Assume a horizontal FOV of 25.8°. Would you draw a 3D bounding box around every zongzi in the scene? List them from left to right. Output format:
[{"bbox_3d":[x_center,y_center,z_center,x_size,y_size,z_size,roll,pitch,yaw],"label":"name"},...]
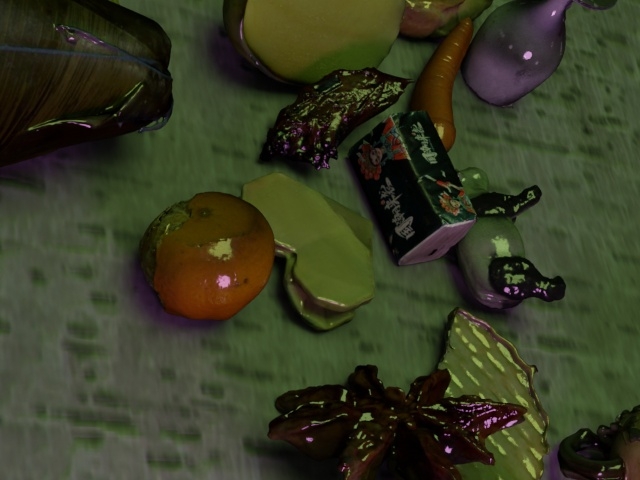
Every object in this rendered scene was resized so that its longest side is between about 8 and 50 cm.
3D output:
[{"bbox_3d":[-0.360,-0.096,1.465,0.403,0.208,0.432,20,70,-34],"label":"zongzi"}]

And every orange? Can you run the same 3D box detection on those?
[{"bbox_3d":[-0.125,0.021,1.544,0.157,0.134,0.156,-3,25,2],"label":"orange"}]

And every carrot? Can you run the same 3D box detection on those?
[{"bbox_3d":[0.163,-0.214,1.920,0.062,0.066,0.271,40,43,-32],"label":"carrot"}]

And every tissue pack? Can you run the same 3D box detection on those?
[{"bbox_3d":[0.116,-0.067,1.766,0.090,0.103,0.170,-7,64,-43],"label":"tissue pack"}]

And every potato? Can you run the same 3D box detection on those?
[{"bbox_3d":[-0.026,-0.291,1.819,0.272,0.160,0.111,-3,25,-42],"label":"potato"}]

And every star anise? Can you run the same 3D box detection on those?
[{"bbox_3d":[0.083,0.199,1.498,0.288,0.088,0.288,6,21,-2],"label":"star anise"}]

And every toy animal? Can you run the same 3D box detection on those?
[{"bbox_3d":[0.225,-0.007,1.804,0.121,0.094,0.225,2,59,-21],"label":"toy animal"}]

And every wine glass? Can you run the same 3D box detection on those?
[{"bbox_3d":[0.298,-0.295,1.940,0.126,0.241,0.126,16,53,-23],"label":"wine glass"}]

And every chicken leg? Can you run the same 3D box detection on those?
[{"bbox_3d":[0.015,-0.160,1.771,0.105,0.063,0.234,37,57,14],"label":"chicken leg"}]

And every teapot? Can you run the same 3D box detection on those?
[{"bbox_3d":[0.417,0.258,1.706,0.269,0.173,0.182,1,18,-4],"label":"teapot"}]

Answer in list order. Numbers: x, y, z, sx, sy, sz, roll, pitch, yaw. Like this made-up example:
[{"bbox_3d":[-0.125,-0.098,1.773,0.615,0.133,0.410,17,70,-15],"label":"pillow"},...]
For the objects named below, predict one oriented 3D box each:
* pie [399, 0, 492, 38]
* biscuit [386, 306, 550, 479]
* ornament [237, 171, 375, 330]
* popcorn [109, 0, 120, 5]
[{"bbox_3d":[0.121,-0.433,2.034,0.339,0.083,0.339,16,55,-24],"label":"pie"},{"bbox_3d":[0.188,0.220,1.654,0.187,0.036,0.273,36,47,-5],"label":"biscuit"},{"bbox_3d":[0.000,0.000,1.679,0.180,0.059,0.201,-23,71,-43],"label":"ornament"},{"bbox_3d":[-0.281,-0.264,1.670,0.109,0.089,0.097,14,17,-34],"label":"popcorn"}]
